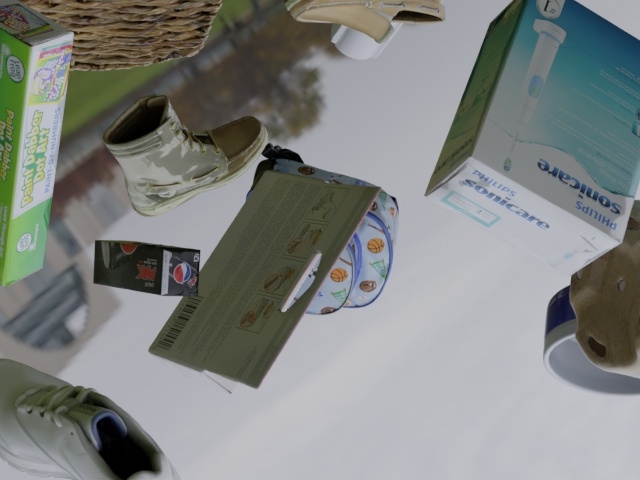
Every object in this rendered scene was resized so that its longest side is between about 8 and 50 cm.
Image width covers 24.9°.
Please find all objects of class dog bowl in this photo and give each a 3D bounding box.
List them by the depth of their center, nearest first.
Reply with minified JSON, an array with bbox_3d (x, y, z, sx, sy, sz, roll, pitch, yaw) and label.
[{"bbox_3d":[0.520,0.169,2.505,0.265,0.265,0.104,-27,-134,44],"label":"dog bowl"}]

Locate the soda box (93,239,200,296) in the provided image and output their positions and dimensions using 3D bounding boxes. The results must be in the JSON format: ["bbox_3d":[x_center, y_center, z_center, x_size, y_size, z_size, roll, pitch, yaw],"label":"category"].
[{"bbox_3d":[-0.213,0.032,1.754,0.053,0.060,0.169,2,-178,-38],"label":"soda box"}]

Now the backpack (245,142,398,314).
[{"bbox_3d":[0.000,0.000,2.477,0.263,0.276,0.213,6,-139,0],"label":"backpack"}]

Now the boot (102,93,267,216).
[{"bbox_3d":[-0.178,-0.138,1.936,0.213,0.077,0.165,-30,143,-9],"label":"boot"}]

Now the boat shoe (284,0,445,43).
[{"bbox_3d":[0.053,-0.236,1.470,0.190,0.072,0.068,-14,178,-29],"label":"boat shoe"}]

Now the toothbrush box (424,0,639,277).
[{"bbox_3d":[0.286,-0.139,1.782,0.126,0.216,0.295,-44,-159,57],"label":"toothbrush box"}]

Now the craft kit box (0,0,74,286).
[{"bbox_3d":[-0.337,-0.122,1.288,0.061,0.246,0.250,-28,143,-46],"label":"craft kit box"}]

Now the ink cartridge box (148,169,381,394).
[{"bbox_3d":[-0.057,0.055,1.823,0.261,0.066,0.296,12,-115,53],"label":"ink cartridge box"}]

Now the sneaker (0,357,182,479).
[{"bbox_3d":[-0.237,0.188,1.439,0.111,0.297,0.129,-42,147,-34],"label":"sneaker"}]

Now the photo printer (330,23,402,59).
[{"bbox_3d":[0.127,-0.485,2.484,0.307,0.107,0.256,131,-24,-62],"label":"photo printer"}]

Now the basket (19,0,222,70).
[{"bbox_3d":[-0.299,-0.371,1.935,0.299,0.223,0.213,-4,147,-24],"label":"basket"}]

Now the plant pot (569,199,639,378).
[{"bbox_3d":[0.509,0.071,1.885,0.305,0.334,0.334,7,172,-21],"label":"plant pot"}]
